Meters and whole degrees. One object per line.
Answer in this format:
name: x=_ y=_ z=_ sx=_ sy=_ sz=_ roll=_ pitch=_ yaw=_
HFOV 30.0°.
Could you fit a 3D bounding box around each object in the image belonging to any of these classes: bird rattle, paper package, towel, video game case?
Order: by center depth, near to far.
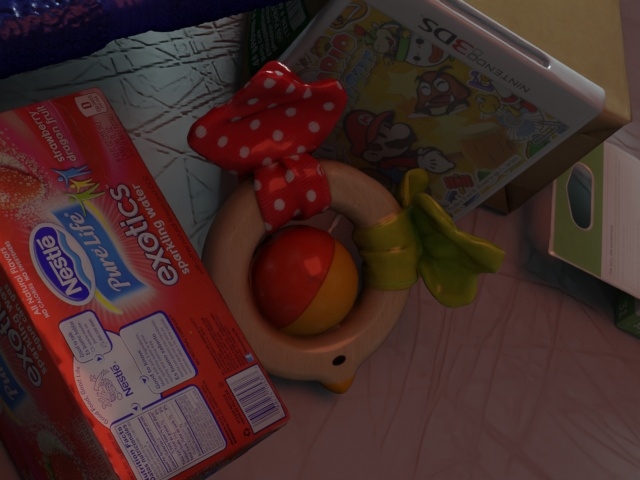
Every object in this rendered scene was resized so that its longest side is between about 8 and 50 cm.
towel: x=-0.162 y=-0.195 z=0.856 sx=0.308 sy=0.076 sz=0.227 roll=-22 pitch=44 yaw=-29
bird rattle: x=0.000 y=0.000 z=0.867 sx=0.253 sy=0.143 sz=0.207 roll=31 pitch=85 yaw=-34
video game case: x=0.066 y=-0.098 z=0.922 sx=0.206 sy=0.227 sz=0.026 roll=28 pitch=52 yaw=-18
paper package: x=0.101 y=-0.230 z=1.065 sx=0.309 sy=0.168 sz=0.324 roll=18 pitch=56 yaw=-23

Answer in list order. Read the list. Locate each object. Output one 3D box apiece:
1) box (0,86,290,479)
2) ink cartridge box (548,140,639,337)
box: x=-0.152 y=0.048 z=0.761 sx=0.128 sy=0.122 sz=0.257 roll=-24 pitch=79 yaw=-41
ink cartridge box: x=0.301 y=0.003 z=1.138 sx=0.235 sy=0.056 sz=0.171 roll=23 pitch=53 yaw=-17
